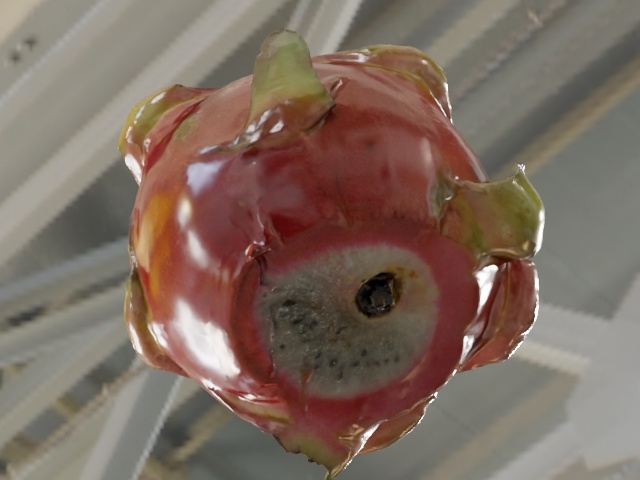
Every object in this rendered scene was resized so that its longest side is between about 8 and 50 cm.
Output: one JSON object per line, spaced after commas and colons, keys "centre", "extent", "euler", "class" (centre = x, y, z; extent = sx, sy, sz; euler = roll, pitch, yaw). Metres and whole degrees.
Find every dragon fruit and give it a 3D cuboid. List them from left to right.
{"centre": [0.001, 0.000, 0.968], "extent": [0.224, 0.227, 0.224], "euler": [-4, -58, -6], "class": "dragon fruit"}
